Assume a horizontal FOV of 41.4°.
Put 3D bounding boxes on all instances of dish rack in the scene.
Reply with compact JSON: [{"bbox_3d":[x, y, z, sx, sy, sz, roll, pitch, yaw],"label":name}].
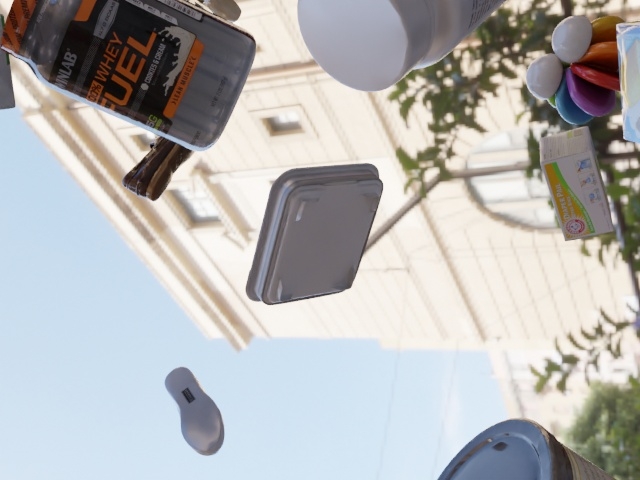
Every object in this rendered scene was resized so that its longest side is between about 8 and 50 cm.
[{"bbox_3d":[0.000,0.000,1.799,0.286,0.072,0.332,-7,-54,-35],"label":"dish rack"}]

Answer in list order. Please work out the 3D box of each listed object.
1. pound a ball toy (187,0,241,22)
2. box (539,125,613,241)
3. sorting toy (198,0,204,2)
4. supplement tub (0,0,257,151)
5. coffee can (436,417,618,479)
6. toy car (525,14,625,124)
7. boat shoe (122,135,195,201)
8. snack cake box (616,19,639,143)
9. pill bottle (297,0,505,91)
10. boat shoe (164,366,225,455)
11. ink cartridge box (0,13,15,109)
[{"bbox_3d":[-0.254,-0.454,1.819,0.136,0.208,0.319,33,-164,-29],"label":"pound a ball toy"},{"bbox_3d":[0.536,-0.116,1.772,0.114,0.103,0.203,-71,-38,-54],"label":"box"},{"bbox_3d":[-0.205,-0.704,1.892,0.257,0.089,0.255,-31,-75,-21],"label":"sorting toy"},{"bbox_3d":[-0.266,-0.268,1.190,0.316,0.193,0.193,23,-120,-15],"label":"supplement tub"},{"bbox_3d":[0.239,0.312,0.739,0.275,0.201,0.201,34,-132,-10],"label":"coffee can"},{"bbox_3d":[0.436,-0.263,1.360,0.159,0.182,0.136,6,-129,-21],"label":"toy car"},{"bbox_3d":[-0.286,-0.164,1.562,0.207,0.073,0.073,-57,-17,-34],"label":"boat shoe"},{"bbox_3d":[0.428,-0.178,0.960,0.264,0.089,0.152,-96,-2,-77],"label":"snack cake box"},{"bbox_3d":[0.111,-0.284,0.904,0.283,0.160,0.160,-45,-52,-35],"label":"pill bottle"},{"bbox_3d":[-0.226,0.326,1.566,0.080,0.228,0.076,-34,-51,-12],"label":"boat shoe"},{"bbox_3d":[-0.567,-0.289,1.408,0.087,0.208,0.153,-9,-79,-23],"label":"ink cartridge box"}]
